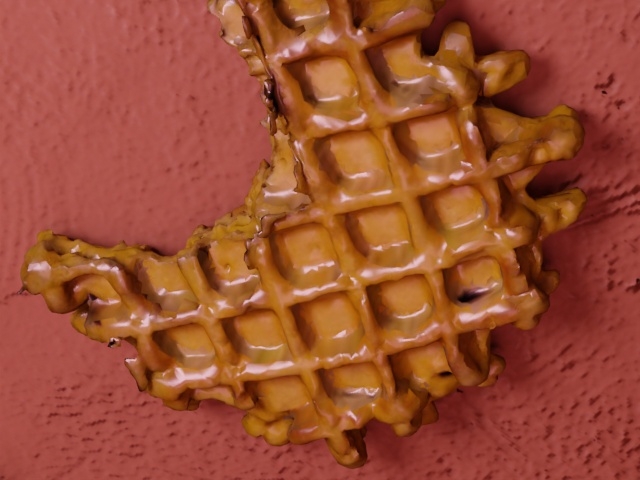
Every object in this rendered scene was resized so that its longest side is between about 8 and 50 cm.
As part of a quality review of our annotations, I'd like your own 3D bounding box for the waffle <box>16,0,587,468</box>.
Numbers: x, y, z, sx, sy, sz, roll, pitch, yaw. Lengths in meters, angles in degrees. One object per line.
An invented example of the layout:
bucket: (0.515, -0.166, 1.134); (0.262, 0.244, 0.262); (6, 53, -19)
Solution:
waffle: (0.000, 0.000, 0.779); (0.260, 0.069, 0.293); (31, 117, -8)
